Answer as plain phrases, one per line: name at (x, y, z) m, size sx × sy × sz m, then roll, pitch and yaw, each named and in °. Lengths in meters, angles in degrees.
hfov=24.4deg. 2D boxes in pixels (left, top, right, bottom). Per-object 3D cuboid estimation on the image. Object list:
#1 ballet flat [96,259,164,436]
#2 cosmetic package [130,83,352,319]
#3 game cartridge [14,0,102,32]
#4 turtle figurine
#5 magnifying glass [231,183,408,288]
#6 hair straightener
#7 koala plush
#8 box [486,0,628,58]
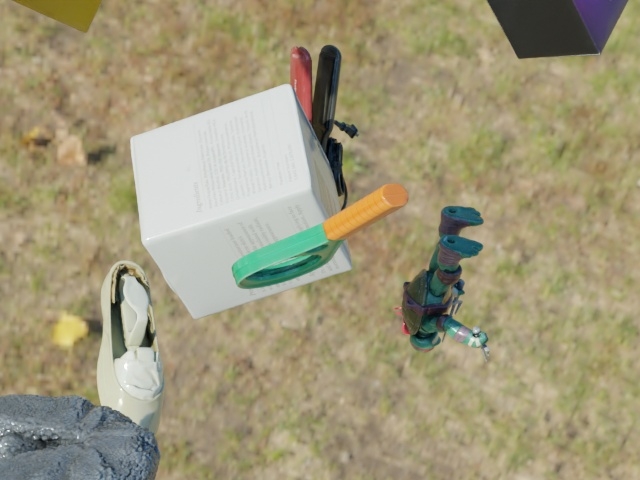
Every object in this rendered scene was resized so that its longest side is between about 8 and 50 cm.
ballet flat at (-0.235, 0.134, 1.852) m, size 0.086 × 0.086 × 0.248 m, roll -1°, pitch 57°, yaw -17°
cosmetic package at (-0.083, -0.038, 1.541) m, size 0.183 × 0.151 × 0.151 m, roll -17°, pitch 51°, yaw 8°
game cartridge at (-0.422, -0.485, 2.095) m, size 0.323 × 0.285 × 0.053 m, roll 24°, pitch 24°, yaw -15°
turtle figurine at (0.167, 0.079, 1.977) m, size 0.118 × 0.234 × 0.175 m, roll -2°, pitch 36°, yaw -13°
magnifying glass at (0.000, 0.000, 1.339) m, size 0.092 × 0.231 × 0.026 m, roll -7°, pitch 73°, yaw -38°
hair straightener at (0.012, -0.107, 1.669) m, size 0.089 × 0.230 × 0.047 m, roll -10°, pitch 16°, yaw -30°
koala plush at (-0.259, 0.295, 1.536) m, size 0.203 × 0.221 × 0.196 m, roll -2°, pitch 29°, yaw 2°
box at (0.211, -0.329, 1.400) m, size 0.103 × 0.261 × 0.184 m, roll 2°, pitch 51°, yaw 39°
